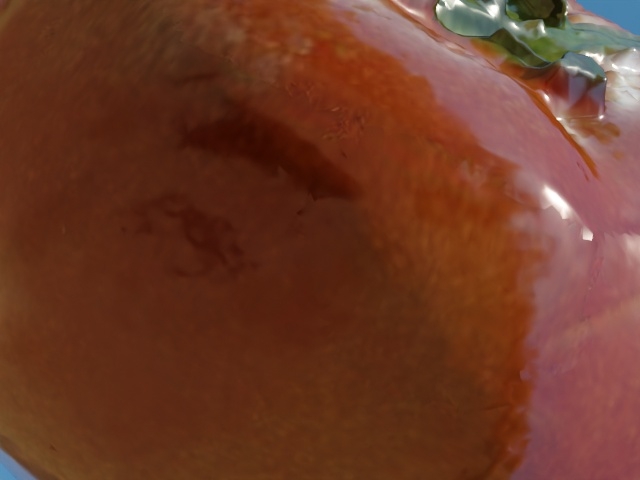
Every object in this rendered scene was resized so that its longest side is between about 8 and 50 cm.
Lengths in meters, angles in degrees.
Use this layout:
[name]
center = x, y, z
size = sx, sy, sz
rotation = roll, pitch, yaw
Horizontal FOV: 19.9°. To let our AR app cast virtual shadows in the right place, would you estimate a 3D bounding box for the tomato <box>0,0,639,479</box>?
[tomato]
center = 0.000, 0.000, 0.768
size = 0.341, 0.341, 0.272
rotation = 48, -61, 36
